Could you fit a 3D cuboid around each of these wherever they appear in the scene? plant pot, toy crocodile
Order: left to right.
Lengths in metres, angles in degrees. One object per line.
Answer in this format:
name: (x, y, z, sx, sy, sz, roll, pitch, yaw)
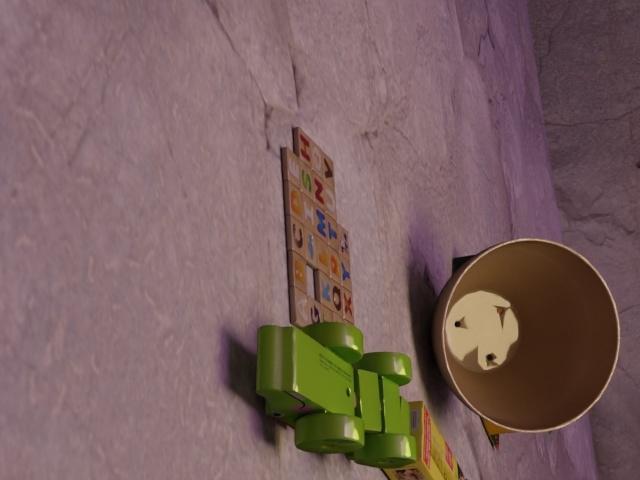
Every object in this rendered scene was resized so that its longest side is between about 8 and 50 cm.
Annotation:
toy crocodile: (0.017, 0.161, 1.087, 0.340, 0.105, 0.115, 36, 47, -59)
plant pot: (0.286, 0.142, 1.684, 0.191, 0.284, 0.284, 169, -89, -75)

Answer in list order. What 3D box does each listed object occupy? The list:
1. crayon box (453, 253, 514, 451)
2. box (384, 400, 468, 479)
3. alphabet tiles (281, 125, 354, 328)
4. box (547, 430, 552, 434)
crayon box: (0.313, 0.202, 1.961, 0.202, 0.081, 0.318, -82, 155, -45)
box: (0.137, 0.298, 1.414, 0.232, 0.058, 0.087, 60, 28, -46)
alphabet tiles: (0.000, 0.000, 1.242, 0.198, 0.009, 0.237, 38, 46, -64)
box: (0.401, 0.273, 1.994, 0.179, 0.043, 0.105, -60, 146, -72)
